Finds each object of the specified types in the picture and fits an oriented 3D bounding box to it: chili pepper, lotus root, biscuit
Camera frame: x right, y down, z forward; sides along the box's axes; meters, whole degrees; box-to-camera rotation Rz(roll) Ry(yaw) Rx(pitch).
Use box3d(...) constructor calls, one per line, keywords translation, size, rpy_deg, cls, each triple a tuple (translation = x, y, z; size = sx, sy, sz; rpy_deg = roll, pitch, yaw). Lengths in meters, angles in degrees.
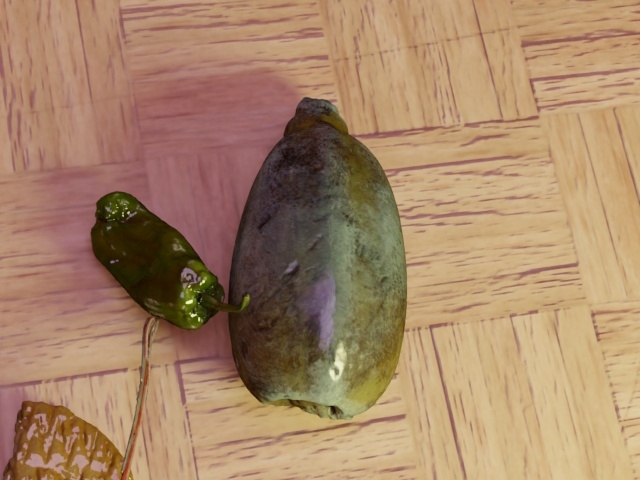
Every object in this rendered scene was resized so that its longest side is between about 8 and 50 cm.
box3d(translation=(-0.132, 0.033, 1.284), size=(0.072, 0.073, 0.204), rpy_deg=(-45, 53, -6), cls="chili pepper")
box3d(translation=(0.000, 0.000, 1.309), size=(0.158, 0.140, 0.322), rpy_deg=(5, 67, -8), cls="lotus root")
box3d(translation=(-0.220, 0.252, 1.230), size=(0.145, 0.033, 0.224), rpy_deg=(11, 66, -5), cls="biscuit")

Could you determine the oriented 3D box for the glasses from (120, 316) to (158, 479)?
box3d(translation=(-0.260, 0.144, 1.190), size=(0.234, 0.118, 0.268), rpy_deg=(14, 65, 2), cls="glasses")
